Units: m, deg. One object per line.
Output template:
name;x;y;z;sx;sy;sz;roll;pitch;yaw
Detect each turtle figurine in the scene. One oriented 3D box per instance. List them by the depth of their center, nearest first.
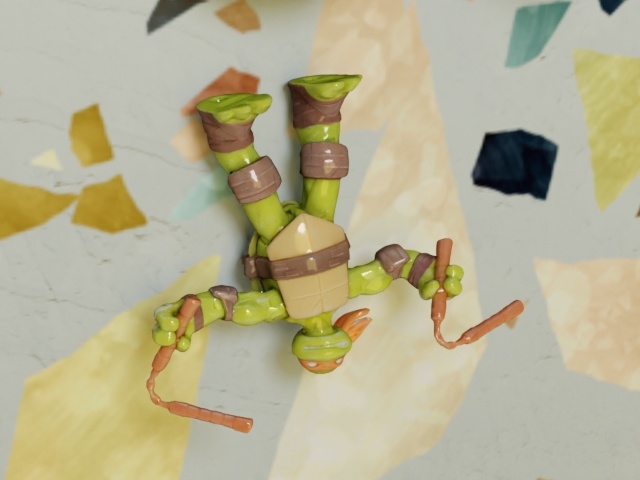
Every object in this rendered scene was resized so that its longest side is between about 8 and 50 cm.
turtle figurine;0.000;0.000;0.952;0.269;0.087;0.217;-12;105;-11
